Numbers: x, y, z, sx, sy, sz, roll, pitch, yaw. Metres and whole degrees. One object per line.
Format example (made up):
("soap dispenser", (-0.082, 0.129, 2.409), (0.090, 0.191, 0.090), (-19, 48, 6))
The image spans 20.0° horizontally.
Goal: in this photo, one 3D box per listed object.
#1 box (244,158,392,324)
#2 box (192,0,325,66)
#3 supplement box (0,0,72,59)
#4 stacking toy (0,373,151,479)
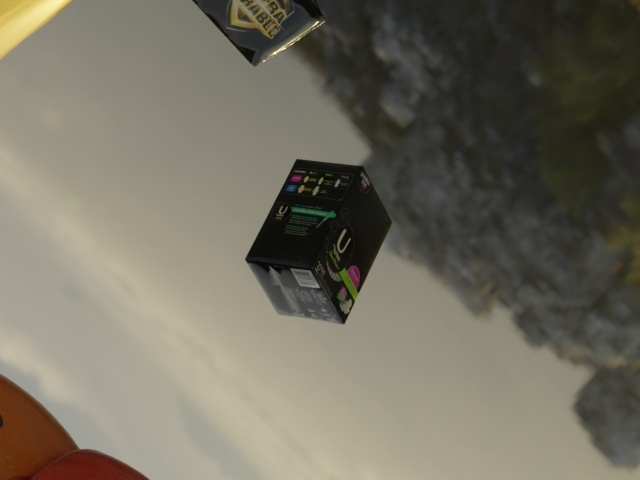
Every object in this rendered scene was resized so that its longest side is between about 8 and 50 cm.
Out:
("box", (0.000, 0.000, 1.141), (0.052, 0.083, 0.062), (7, 145, 30))
("box", (-0.094, -0.215, 0.943), (0.220, 0.051, 0.175), (45, -164, -45))
("supplement box", (-0.052, -0.211, 0.333), (0.194, 0.356, 0.195), (25, -147, -59))
("stacking toy", (-0.113, 0.272, 1.114), (0.480, 0.350, 0.350), (16, 164, 14))
